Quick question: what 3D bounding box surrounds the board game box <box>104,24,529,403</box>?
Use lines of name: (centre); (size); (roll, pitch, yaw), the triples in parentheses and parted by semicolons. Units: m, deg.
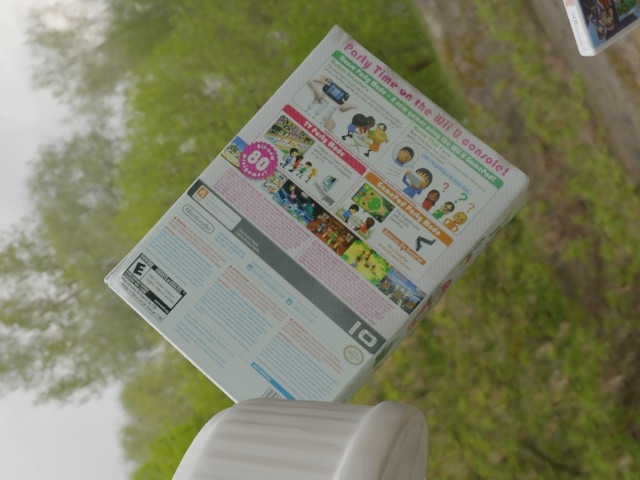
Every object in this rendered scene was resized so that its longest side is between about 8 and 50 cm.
board game box: (0.000, 0.000, 1.064); (0.224, 0.303, 0.097); (41, 176, 14)

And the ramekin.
ramekin: (-0.024, 0.224, 0.773); (0.273, 0.127, 0.273); (11, -90, -76)

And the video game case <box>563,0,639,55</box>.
video game case: (0.288, -0.299, 1.150); (0.023, 0.201, 0.183); (9, 128, 54)
